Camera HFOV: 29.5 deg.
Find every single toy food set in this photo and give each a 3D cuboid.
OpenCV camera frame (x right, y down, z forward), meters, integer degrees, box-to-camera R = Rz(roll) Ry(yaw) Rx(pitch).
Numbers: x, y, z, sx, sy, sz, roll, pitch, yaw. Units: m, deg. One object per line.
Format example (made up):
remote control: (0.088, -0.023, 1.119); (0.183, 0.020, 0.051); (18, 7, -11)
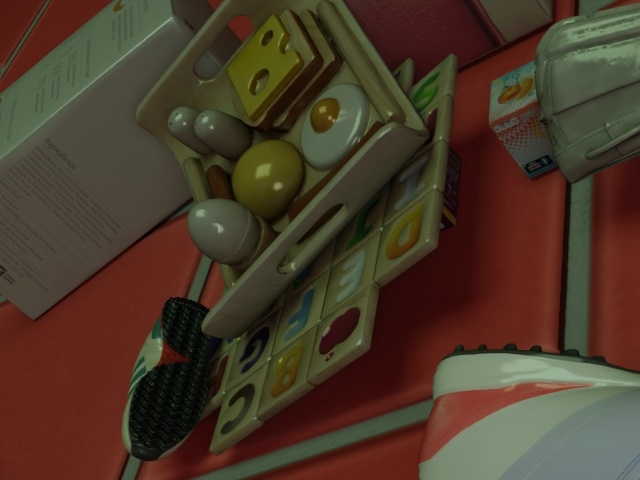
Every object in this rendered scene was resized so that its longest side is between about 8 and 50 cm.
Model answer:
toy food set: (-0.054, -0.093, 0.987); (0.219, 0.092, 0.306); (-47, 40, 19)

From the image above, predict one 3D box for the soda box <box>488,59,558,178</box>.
soda box: (0.212, -0.115, 0.863); (0.183, 0.063, 0.058); (-24, 32, 30)

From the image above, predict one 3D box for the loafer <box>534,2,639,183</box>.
loafer: (0.286, -0.103, 0.726); (0.319, 0.111, 0.112); (-9, 0, 32)

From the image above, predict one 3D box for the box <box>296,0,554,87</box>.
box: (0.086, -0.233, 1.122); (0.232, 0.127, 0.148); (-25, 32, 30)

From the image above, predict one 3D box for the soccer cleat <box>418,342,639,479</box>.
soccer cleat: (0.173, 0.114, 0.572); (0.318, 0.109, 0.116); (-5, 63, 48)

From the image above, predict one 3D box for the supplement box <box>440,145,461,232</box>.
supplement box: (0.075, -0.040, 0.952); (0.055, 0.043, 0.083); (-28, 31, 32)

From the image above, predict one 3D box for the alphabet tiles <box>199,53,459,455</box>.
alphabet tiles: (0.000, 0.000, 0.961); (0.285, 0.011, 0.342); (-38, 25, 35)

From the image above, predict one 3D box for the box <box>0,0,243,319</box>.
box: (-0.241, -0.114, 1.329); (0.345, 0.168, 0.215); (-37, 28, 12)

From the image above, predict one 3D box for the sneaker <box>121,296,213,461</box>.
sneaker: (-0.125, 0.122, 0.965); (0.161, 0.057, 0.075); (-82, 16, -49)
